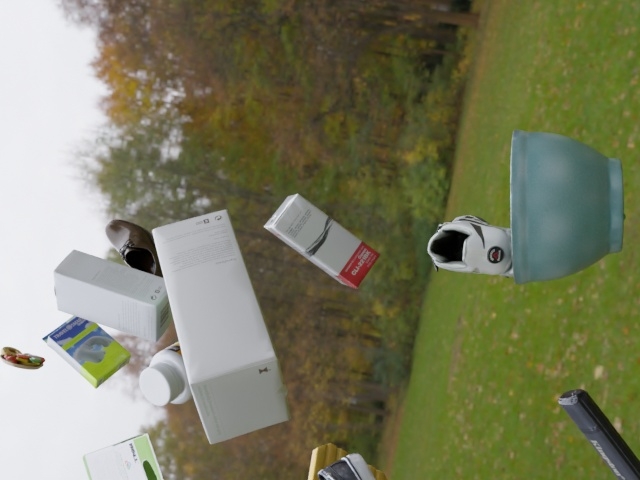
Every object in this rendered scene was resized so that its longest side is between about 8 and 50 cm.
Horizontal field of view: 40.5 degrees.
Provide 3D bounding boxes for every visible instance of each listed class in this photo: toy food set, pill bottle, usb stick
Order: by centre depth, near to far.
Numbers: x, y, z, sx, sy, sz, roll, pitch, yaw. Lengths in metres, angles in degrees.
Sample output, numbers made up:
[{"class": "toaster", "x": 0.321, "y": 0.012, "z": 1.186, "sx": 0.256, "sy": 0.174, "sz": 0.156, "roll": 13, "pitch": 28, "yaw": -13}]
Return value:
[{"class": "toy food set", "x": -0.551, "y": 0.219, "z": 1.604, "sx": 0.083, "sy": 0.082, "sz": 0.020, "roll": -163, "pitch": 88, "yaw": -70}, {"class": "usb stick", "x": 0.571, "y": 0.407, "z": 1.704, "sx": 0.045, "sy": 0.278, "sz": 0.077, "roll": -40, "pitch": 4, "yaw": -27}, {"class": "pill bottle", "x": -0.277, "y": 0.267, "z": 1.822, "sx": 0.215, "sy": 0.117, "sz": 0.117, "roll": -27, "pitch": -49, "yaw": -55}]

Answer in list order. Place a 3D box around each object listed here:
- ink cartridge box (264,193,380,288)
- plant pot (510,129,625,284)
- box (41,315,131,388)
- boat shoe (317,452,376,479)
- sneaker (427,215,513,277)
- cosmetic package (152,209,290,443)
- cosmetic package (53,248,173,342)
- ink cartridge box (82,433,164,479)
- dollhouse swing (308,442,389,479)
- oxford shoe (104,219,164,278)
[{"class": "ink cartridge box", "x": 0.000, "y": 0.000, "z": 2.280, "sx": 0.114, "sy": 0.273, "sz": 0.197, "roll": -55, "pitch": 9, "yaw": -5}, {"class": "plant pot", "x": 0.461, "y": -0.064, "z": 1.614, "sx": 0.293, "sy": 0.196, "sz": 0.293, "roll": -1, "pitch": -90, "yaw": -75}, {"class": "box", "x": -0.532, "y": 0.241, "z": 1.968, "sx": 0.109, "sy": 0.178, "sz": 0.042, "roll": -40, "pitch": -17, "yaw": -42}, {"class": "boat shoe", "x": 0.091, "y": 0.533, "z": 1.591, "sx": 0.301, "sy": 0.102, "sz": 0.108, "roll": 57, "pitch": 154, "yaw": 34}, {"class": "sneaker", "x": 0.268, "y": 0.005, "z": 1.730, "sx": 0.330, "sy": 0.146, "sz": 0.122, "roll": -177, "pitch": 92, "yaw": -73}, {"class": "cosmetic package", "x": -0.177, "y": 0.144, "z": 1.535, "sx": 0.197, "sy": 0.155, "sz": 0.365, "roll": 83, "pitch": 169, "yaw": -45}, {"class": "cosmetic package", "x": -0.420, "y": 0.112, "z": 1.768, "sx": 0.085, "sy": 0.231, "sz": 0.117, "roll": -61, "pitch": -14, "yaw": -48}, {"class": "ink cartridge box", "x": -0.380, "y": 0.513, "z": 1.853, "sx": 0.097, "sy": 0.255, "sz": 0.189, "roll": -11, "pitch": -102, "yaw": -50}, {"class": "dollhouse swing", "x": 0.139, "y": 0.726, "z": 2.405, "sx": 0.315, "sy": 0.347, "sz": 0.305, "roll": -33, "pitch": 30, "yaw": 51}, {"class": "oxford shoe", "x": -0.434, "y": 0.016, "z": 2.025, "sx": 0.083, "sy": 0.227, "sz": 0.096, "roll": -58, "pitch": -26, "yaw": 6}]
